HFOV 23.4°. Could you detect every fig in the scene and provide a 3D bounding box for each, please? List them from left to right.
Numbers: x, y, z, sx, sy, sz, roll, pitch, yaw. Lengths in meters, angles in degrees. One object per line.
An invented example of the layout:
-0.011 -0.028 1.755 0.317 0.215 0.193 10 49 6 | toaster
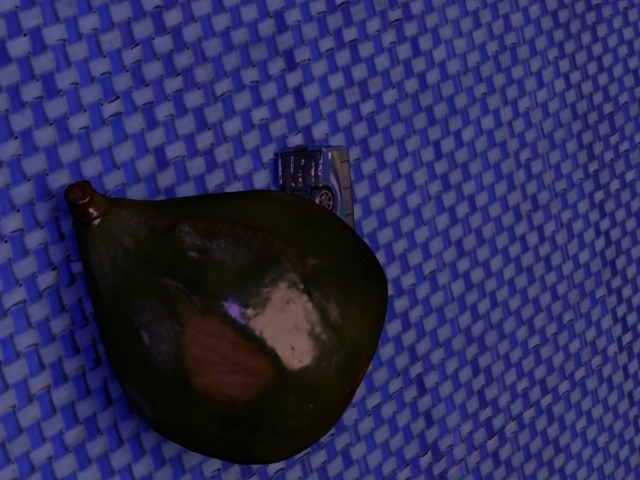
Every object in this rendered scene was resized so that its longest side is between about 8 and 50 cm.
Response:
-0.073 0.040 1.066 0.245 0.195 0.195 37 57 -2 | fig

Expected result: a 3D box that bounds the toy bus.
0.000 0.000 1.219 0.061 0.051 0.153 -13 100 -52 | toy bus
